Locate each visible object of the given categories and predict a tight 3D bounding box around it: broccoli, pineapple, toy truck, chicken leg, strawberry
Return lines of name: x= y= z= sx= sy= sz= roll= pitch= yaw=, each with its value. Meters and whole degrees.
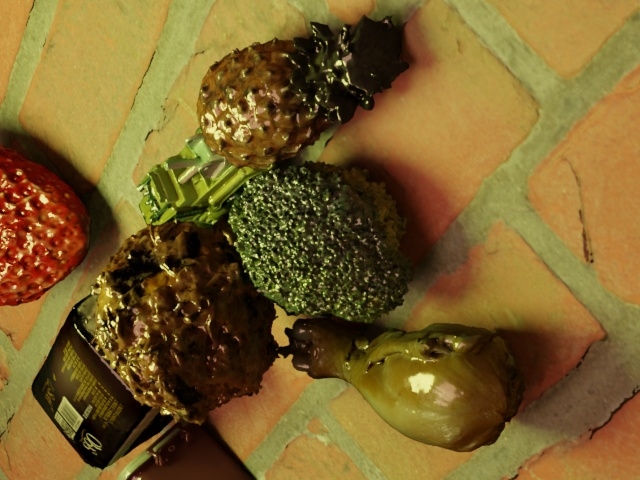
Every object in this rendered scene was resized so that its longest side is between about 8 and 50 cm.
broccoli: x=-0.003 y=0.000 z=1.542 sx=0.226 sy=0.176 sz=0.198 roll=19 pitch=99 yaw=58
pineapple: x=-0.011 y=-0.181 z=1.476 sx=0.278 sy=0.158 sz=0.158 roll=-15 pitch=103 yaw=38
toy truck: x=-0.177 y=-0.086 z=1.685 sx=0.259 sy=0.135 sz=0.128 roll=-38 pitch=72 yaw=52
chicken leg: x=0.090 y=0.158 z=1.562 sx=0.429 sy=0.201 sz=0.153 roll=11 pitch=79 yaw=53
strawberry: x=-0.532 y=-0.021 z=2.050 sx=0.310 sy=0.292 sz=0.292 roll=9 pitch=135 yaw=-10

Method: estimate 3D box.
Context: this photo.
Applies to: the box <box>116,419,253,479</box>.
box: x=-0.245 y=0.444 z=2.090 sx=0.167 sy=0.193 sz=0.294 roll=40 pitch=138 yaw=9

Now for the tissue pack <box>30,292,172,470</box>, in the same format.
tissue pack: x=-0.308 y=0.205 z=1.957 sx=0.210 sy=0.198 sz=0.370 roll=47 pitch=146 yaw=3

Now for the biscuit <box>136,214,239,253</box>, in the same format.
biscuit: x=-0.194 y=0.028 z=1.876 sx=0.249 sy=0.035 sz=0.184 roll=-13 pitch=105 yaw=50

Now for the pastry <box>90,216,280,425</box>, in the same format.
pastry: x=-0.164 y=0.098 z=1.621 sx=0.193 sy=0.275 sz=0.275 roll=-22 pitch=97 yaw=43

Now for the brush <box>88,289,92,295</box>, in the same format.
brush: x=-0.358 y=0.222 z=2.186 sx=0.042 sy=0.039 sz=0.299 roll=4 pitch=114 yaw=42
